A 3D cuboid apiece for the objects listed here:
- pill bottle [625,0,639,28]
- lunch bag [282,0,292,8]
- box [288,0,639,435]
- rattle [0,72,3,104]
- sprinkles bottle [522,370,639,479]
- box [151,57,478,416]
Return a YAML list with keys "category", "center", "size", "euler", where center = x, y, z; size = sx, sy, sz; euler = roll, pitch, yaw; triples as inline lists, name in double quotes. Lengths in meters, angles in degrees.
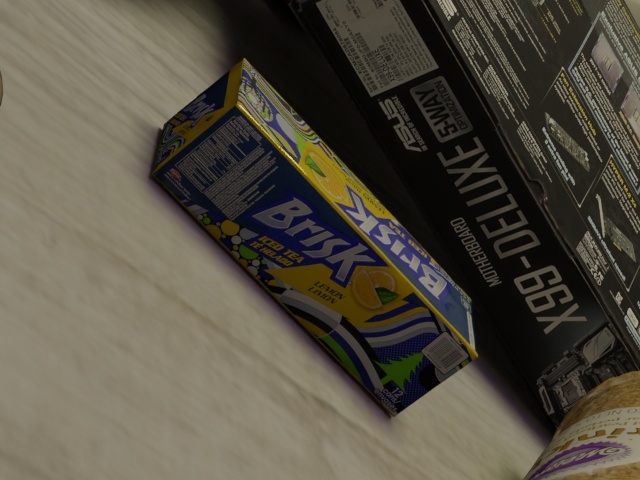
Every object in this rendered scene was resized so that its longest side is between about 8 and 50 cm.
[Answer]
- category: "pill bottle"
  center: [0.268, -0.145, 1.614]
  size: [0.161, 0.161, 0.283]
  euler: [54, 18, 4]
- category: "lunch bag"
  center: [0.006, -0.257, 1.266]
  size: [0.293, 0.120, 0.258]
  euler: [62, 17, 19]
- category: "box"
  center: [0.130, -0.075, 1.082]
  size: [0.307, 0.076, 0.242]
  euler: [57, 34, -17]
- category: "rattle"
  center: [-0.135, 0.001, 0.488]
  size: [0.142, 0.130, 0.200]
  euler: [57, -12, -20]
- category: "sprinkles bottle"
  center: [0.127, 0.145, 0.774]
  size: [0.121, 0.121, 0.355]
  euler: [54, 17, 4]
- category: "box"
  center: [0.000, 0.000, 0.843]
  size: [0.169, 0.054, 0.059]
  euler: [47, 19, -20]
